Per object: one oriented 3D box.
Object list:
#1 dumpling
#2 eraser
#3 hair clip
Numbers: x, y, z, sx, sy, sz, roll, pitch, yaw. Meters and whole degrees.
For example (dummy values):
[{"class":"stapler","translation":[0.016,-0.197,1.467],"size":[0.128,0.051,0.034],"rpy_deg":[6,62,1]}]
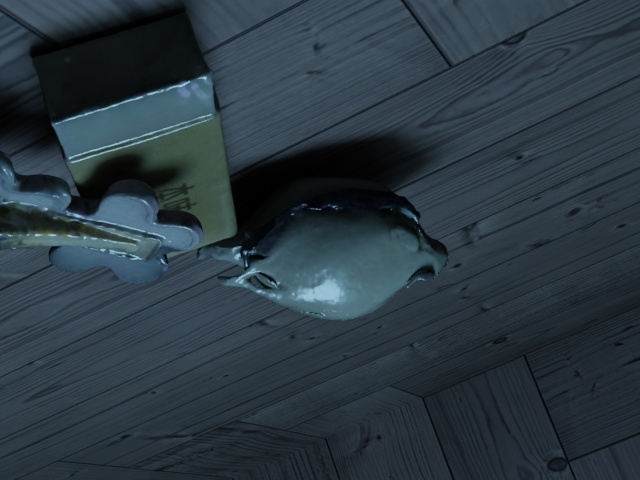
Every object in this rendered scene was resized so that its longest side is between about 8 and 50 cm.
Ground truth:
[{"class":"dumpling","translation":[0.003,-0.011,1.371],"size":[0.293,0.204,0.163],"rpy_deg":[1,124,-13]},{"class":"eraser","translation":[-0.160,-0.077,1.117],"size":[0.144,0.078,0.343],"rpy_deg":[-19,160,-7]},{"class":"hair clip","translation":[-0.231,-0.015,1.035],"size":[0.257,0.075,0.146],"rpy_deg":[7,143,-31]}]
